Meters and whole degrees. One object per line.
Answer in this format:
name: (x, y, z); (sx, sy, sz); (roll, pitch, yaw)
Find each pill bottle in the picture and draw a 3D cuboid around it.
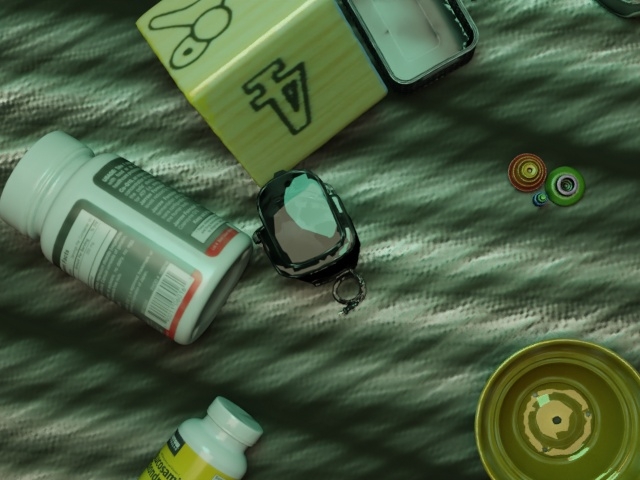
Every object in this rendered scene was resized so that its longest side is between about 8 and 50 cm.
pill bottle: (-0.241, -0.008, 1.309); (0.283, 0.161, 0.161); (32, 90, 5)
pill bottle: (-0.157, 0.290, 1.318); (0.103, 0.103, 0.184); (38, 90, 5)

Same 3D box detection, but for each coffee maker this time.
coffee maker: (0.000, 0.000, 1.282); (0.171, 0.178, 0.120); (42, 92, 5)

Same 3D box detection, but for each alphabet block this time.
alphabet block: (-0.069, -0.219, 1.258); (0.197, 0.193, 0.192); (-37, 47, 2)

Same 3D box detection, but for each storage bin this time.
storage bin: (0.108, -0.289, 1.335); (0.122, 0.084, 0.180); (-29, 85, 3)

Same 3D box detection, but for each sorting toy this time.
sorting toy: (0.287, -0.074, 1.332); (0.102, 0.042, 0.061); (18, 89, 4)

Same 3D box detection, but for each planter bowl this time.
planter bowl: (0.297, 0.226, 1.294); (0.217, 0.090, 0.217); (0, 88, 5)

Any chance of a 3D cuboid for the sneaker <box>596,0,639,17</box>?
sneaker: (0.354, -0.408, 1.312); (0.101, 0.106, 0.267); (-21, 88, 2)
